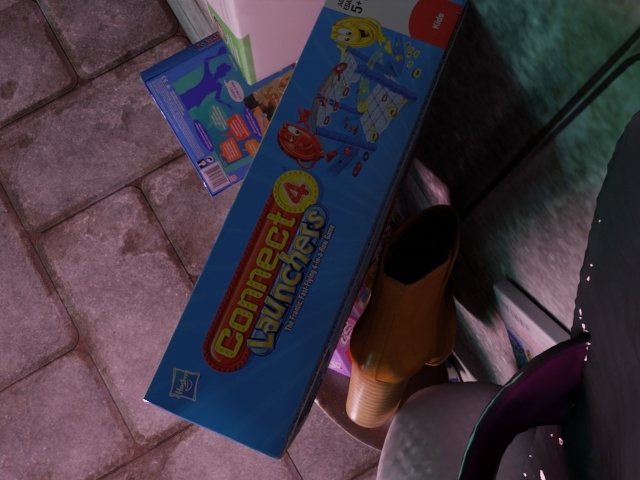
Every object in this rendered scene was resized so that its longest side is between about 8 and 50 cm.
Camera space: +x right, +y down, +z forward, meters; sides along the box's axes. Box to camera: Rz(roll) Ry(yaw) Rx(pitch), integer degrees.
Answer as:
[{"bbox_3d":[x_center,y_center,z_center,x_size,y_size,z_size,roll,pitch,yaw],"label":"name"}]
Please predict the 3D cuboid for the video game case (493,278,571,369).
[{"bbox_3d":[0.223,0.126,0.614,0.157,0.019,0.143,52,171,53],"label":"video game case"}]

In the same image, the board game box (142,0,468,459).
[{"bbox_3d":[0.000,0.000,0.537,0.086,0.301,0.308,22,169,6],"label":"board game box"}]

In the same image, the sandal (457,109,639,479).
[{"bbox_3d":[0.129,0.134,0.356,0.167,0.107,0.445,-99,4,-55],"label":"sandal"}]

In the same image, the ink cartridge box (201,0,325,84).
[{"bbox_3d":[-0.087,-0.312,0.564,0.289,0.122,0.211,60,175,7],"label":"ink cartridge box"}]

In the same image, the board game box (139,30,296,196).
[{"bbox_3d":[-0.076,-0.171,0.777,0.160,0.210,0.047,64,175,-32],"label":"board game box"}]

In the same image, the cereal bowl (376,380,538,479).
[{"bbox_3d":[0.202,0.303,0.676,0.339,0.141,0.339,32,-133,-43],"label":"cereal bowl"}]

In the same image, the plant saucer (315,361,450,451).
[{"bbox_3d":[0.086,0.164,0.993,0.311,0.050,0.310,29,-145,-23],"label":"plant saucer"}]

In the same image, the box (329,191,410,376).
[{"bbox_3d":[0.028,0.003,0.814,0.057,0.201,0.293,16,146,37],"label":"box"}]

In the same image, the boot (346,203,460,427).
[{"bbox_3d":[0.116,0.049,0.737,0.104,0.295,0.211,23,123,15],"label":"boot"}]

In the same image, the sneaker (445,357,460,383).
[{"bbox_3d":[0.204,0.285,1.224,0.131,0.112,0.296,55,174,40],"label":"sneaker"}]
